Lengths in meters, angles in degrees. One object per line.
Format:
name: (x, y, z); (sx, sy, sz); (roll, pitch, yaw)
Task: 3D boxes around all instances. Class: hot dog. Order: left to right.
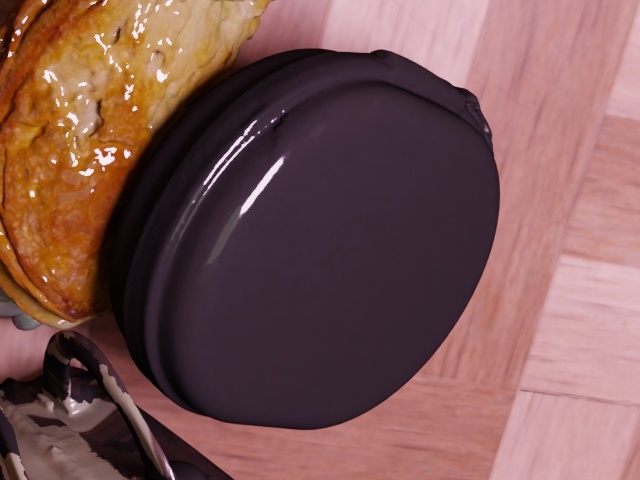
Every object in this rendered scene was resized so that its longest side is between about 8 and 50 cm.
hot dog: (-0.131, -0.078, 0.919); (0.114, 0.175, 0.259); (33, 106, 19)

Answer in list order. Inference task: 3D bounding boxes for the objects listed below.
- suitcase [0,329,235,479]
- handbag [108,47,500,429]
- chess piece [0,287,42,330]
suitcase: (-0.140, 0.222, 0.929); (0.194, 0.351, 0.339); (-27, 117, -24)
handbag: (-0.001, -0.001, 0.956); (0.308, 0.093, 0.254); (17, 104, -55)
chess piece: (-0.248, -0.040, 0.941); (0.139, 0.139, 0.272); (-33, 126, -1)
